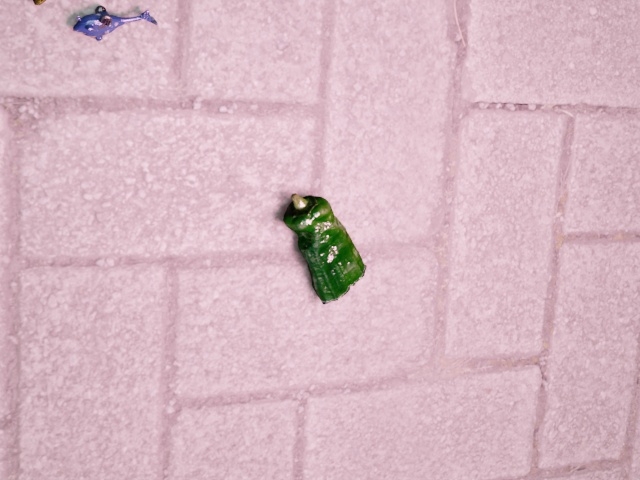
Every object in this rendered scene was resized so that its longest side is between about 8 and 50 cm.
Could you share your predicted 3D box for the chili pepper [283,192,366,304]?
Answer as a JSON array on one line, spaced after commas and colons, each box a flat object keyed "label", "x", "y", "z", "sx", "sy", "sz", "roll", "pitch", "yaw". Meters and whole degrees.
[{"label": "chili pepper", "x": 0.000, "y": 0.000, "z": 2.144, "sx": 0.136, "sy": 0.099, "sz": 0.270, "roll": -31, "pitch": 117, "yaw": -5}]

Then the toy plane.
[{"label": "toy plane", "x": -0.408, "y": -0.431, "z": 1.897, "sx": 0.167, "sy": 0.054, "sz": 0.062, "roll": -16, "pitch": 133, "yaw": -19}]

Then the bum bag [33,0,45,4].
[{"label": "bum bag", "x": -0.462, "y": -0.537, "z": 1.838, "sx": 0.233, "sy": 0.060, "sz": 0.106, "roll": -27, "pitch": 120, "yaw": -14}]
